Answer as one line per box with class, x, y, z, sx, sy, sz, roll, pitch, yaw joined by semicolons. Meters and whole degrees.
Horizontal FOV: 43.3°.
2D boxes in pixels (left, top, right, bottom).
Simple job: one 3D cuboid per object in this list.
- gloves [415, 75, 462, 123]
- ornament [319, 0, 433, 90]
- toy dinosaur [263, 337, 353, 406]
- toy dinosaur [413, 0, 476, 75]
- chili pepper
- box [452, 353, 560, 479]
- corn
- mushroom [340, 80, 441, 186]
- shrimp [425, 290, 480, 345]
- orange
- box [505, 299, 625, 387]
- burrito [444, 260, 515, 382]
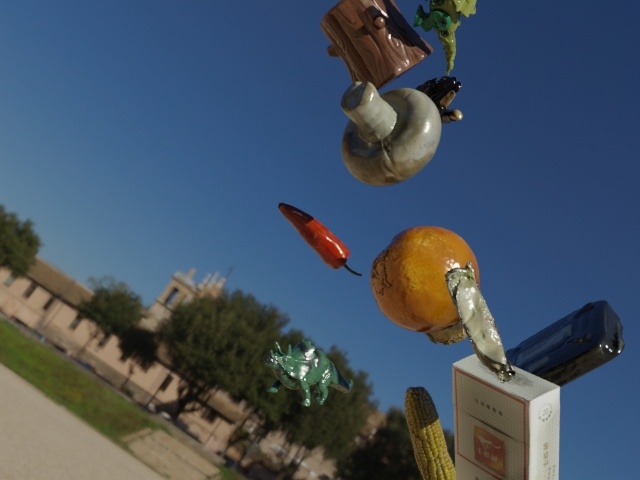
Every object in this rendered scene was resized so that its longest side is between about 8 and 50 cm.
gloves;0.308;-0.366;2.122;0.180;0.106;0.129;143;-65;-84
ornament;0.122;-0.475;1.921;0.221;0.235;0.218;-32;-84;25
toy dinosaur;-0.015;0.278;1.583;0.079;0.120;0.292;9;-25;41
toy dinosaur;0.276;-0.499;1.806;0.153;0.094;0.259;14;-57;8
chili pepper;0.000;0.000;1.973;0.272;0.063;0.071;44;-53;-7
box;0.369;0.413;1.615;0.210;0.095;0.330;21;-60;52
corn;0.287;0.531;2.154;0.101;0.101;0.292;-19;-93;69
mushroom;0.135;-0.249;1.783;0.243;0.243;0.243;31;-18;11
shrimp;0.358;0.162;2.152;0.173;0.253;0.058;19;-16;25
orange;0.235;0.087;1.800;0.246;0.246;0.246;31;-18;11
box;0.587;0.292;2.025;0.091;0.359;0.350;55;22;2
burrito;0.289;0.152;1.469;0.063;0.058;0.229;3;65;-64
